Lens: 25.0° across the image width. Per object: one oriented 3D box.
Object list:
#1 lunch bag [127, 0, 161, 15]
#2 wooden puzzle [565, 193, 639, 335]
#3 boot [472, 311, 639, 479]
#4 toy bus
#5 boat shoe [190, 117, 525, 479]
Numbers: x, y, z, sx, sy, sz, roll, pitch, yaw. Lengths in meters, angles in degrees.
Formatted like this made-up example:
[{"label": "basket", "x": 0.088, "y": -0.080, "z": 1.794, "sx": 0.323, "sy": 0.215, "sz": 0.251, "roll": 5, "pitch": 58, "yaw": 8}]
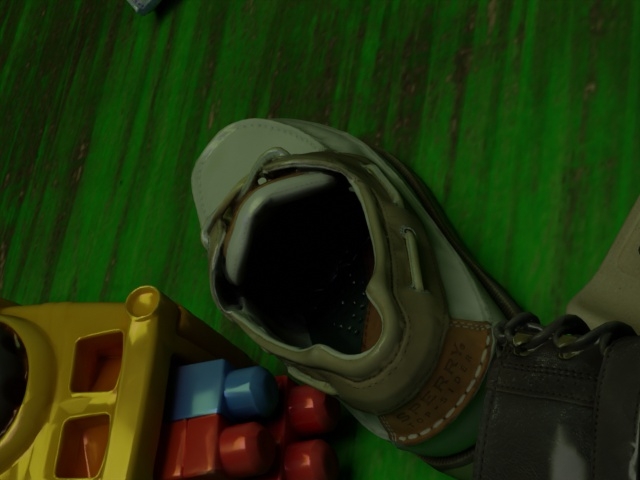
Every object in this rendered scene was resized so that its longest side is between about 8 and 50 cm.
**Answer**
[{"label": "lunch bag", "x": -0.121, "y": -0.213, "z": 1.053, "sx": 0.071, "sy": 0.053, "sz": 0.083, "roll": -42, "pitch": 48, "yaw": 21}, {"label": "wooden puzzle", "x": 0.218, "y": -0.036, "z": 0.542, "sx": 0.239, "sy": 0.044, "sz": 0.221, "roll": -58, "pitch": 36, "yaw": -1}, {"label": "boot", "x": 0.143, "y": 0.041, "z": 0.481, "sx": 0.229, "sy": 0.091, "sz": 0.263, "roll": -1, "pitch": 73, "yaw": 51}, {"label": "toy bus", "x": -0.094, "y": 0.135, "z": 0.713, "sx": 0.211, "sy": 0.149, "sz": 0.220, "roll": -9, "pitch": 59, "yaw": 27}, {"label": "boat shoe", "x": 0.000, "y": 0.000, "z": 0.714, "sx": 0.113, "sy": 0.103, "sz": 0.302, "roll": -55, "pitch": 36, "yaw": 3}]
